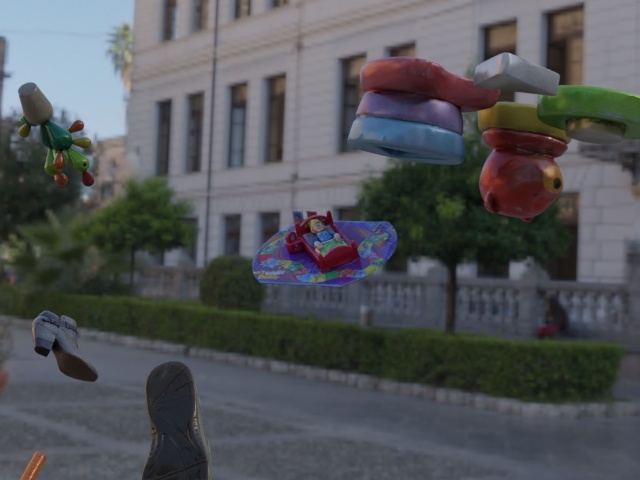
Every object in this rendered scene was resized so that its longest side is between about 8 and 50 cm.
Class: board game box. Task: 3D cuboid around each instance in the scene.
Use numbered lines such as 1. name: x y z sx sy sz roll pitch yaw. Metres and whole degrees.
1. board game box: 0.000 0.000 1.189 0.168 0.033 0.133 1 33 27

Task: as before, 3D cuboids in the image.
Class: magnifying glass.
1. magnifying glass: -0.487 0.426 1.632 0.026 0.231 0.092 38 -47 -13

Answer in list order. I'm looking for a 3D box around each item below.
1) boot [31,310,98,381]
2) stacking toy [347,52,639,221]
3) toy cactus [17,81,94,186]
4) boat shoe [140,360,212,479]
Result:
1. boot: -0.377 0.153 1.574 0.118 0.042 0.087 36 26 -22
2. stacking toy: 0.199 -0.102 1.155 0.309 0.130 0.279 11 -2 -30
3. toy cactus: -0.468 -0.200 1.841 0.112 0.219 0.180 -29 -41 -12
4. boat shoe: -0.241 0.383 1.837 0.121 0.341 0.110 -7 -32 4
